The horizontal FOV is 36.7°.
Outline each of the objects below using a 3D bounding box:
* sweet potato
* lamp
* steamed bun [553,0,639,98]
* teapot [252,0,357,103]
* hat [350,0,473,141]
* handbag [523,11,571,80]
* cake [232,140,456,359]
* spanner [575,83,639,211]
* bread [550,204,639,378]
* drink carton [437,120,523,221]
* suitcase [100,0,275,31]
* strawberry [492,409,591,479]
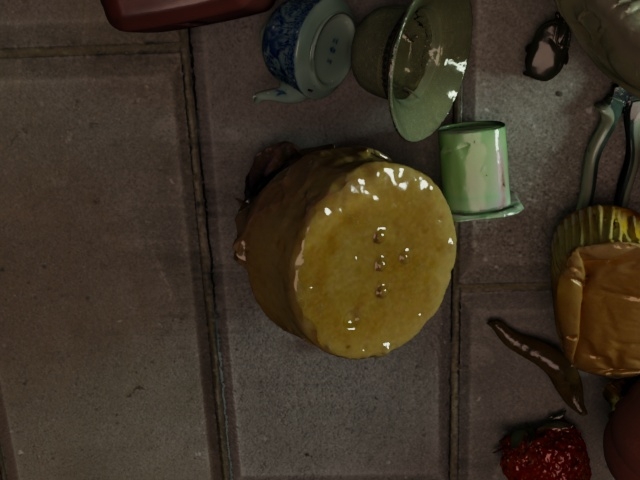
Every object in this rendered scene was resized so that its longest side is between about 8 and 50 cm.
[{"bbox_3d":[0.407,0.214,1.739,0.249,0.059,0.069,42,120,-9],"label":"sweet potato"},{"bbox_3d":[0.610,0.307,1.663,0.239,0.305,0.305,45,113,27],"label":"lamp"},{"bbox_3d":[0.498,-0.337,1.405,0.324,0.219,0.310,40,70,14],"label":"steamed bun"},{"bbox_3d":[-0.033,-0.313,1.500,0.159,0.159,0.232,17,97,-5],"label":"teapot"},{"bbox_3d":[0.121,-0.291,1.487,0.130,0.257,0.257,20,116,30],"label":"hat"},{"bbox_3d":[0.364,-0.305,1.529,0.072,0.047,0.111,16,112,1],"label":"handbag"},{"bbox_3d":[0.007,0.000,1.562,0.332,0.321,0.332,-11,111,-30],"label":"cake"},{"bbox_3d":[0.487,-0.183,1.579,0.095,0.040,0.325,6,114,-1],"label":"spanner"},{"bbox_3d":[0.490,0.077,1.614,0.204,0.156,0.288,-6,122,22],"label":"bread"},{"bbox_3d":[0.249,-0.117,1.567,0.146,0.144,0.142,-5,106,4],"label":"drink carton"},{"bbox_3d":[-0.188,-0.391,1.383,0.236,0.297,0.161,-9,102,7],"label":"suitcase"},{"bbox_3d":[0.425,0.449,1.809,0.174,0.098,0.228,-14,110,9],"label":"strawberry"}]
